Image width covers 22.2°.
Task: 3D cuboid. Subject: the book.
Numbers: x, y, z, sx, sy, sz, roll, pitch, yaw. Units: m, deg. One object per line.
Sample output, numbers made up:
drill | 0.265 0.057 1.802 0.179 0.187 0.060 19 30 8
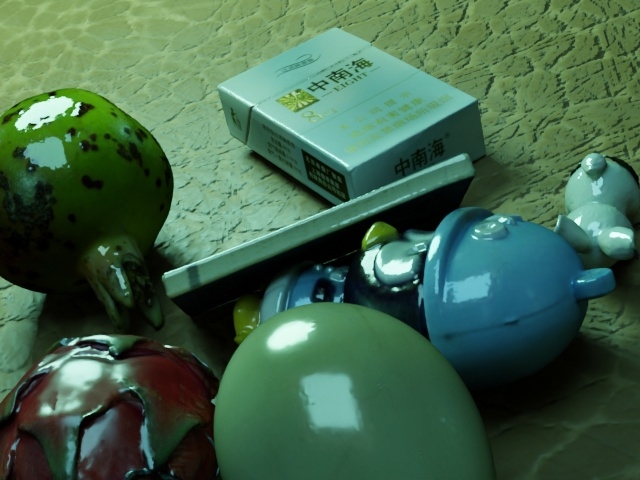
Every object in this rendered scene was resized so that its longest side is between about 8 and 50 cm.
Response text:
book | 0.000 0.000 1.400 0.269 0.025 0.191 -22 -8 -3

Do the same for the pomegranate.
pomegranate | -0.222 -0.019 1.524 0.198 0.246 0.198 -31 0 0

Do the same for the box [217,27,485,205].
box | 0.026 -0.119 1.591 0.155 0.067 0.243 -28 37 -23

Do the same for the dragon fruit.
dragon fruit | -0.162 0.181 1.228 0.192 0.193 0.274 8 38 -7

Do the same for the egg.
egg | 0.026 0.153 1.153 0.186 0.186 0.242 -28 58 -10

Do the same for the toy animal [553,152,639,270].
toy animal | 0.235 -0.014 1.367 0.071 0.085 0.124 9 45 11

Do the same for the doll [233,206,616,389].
doll | 0.084 0.048 1.302 0.314 0.141 0.177 -6 14 27
